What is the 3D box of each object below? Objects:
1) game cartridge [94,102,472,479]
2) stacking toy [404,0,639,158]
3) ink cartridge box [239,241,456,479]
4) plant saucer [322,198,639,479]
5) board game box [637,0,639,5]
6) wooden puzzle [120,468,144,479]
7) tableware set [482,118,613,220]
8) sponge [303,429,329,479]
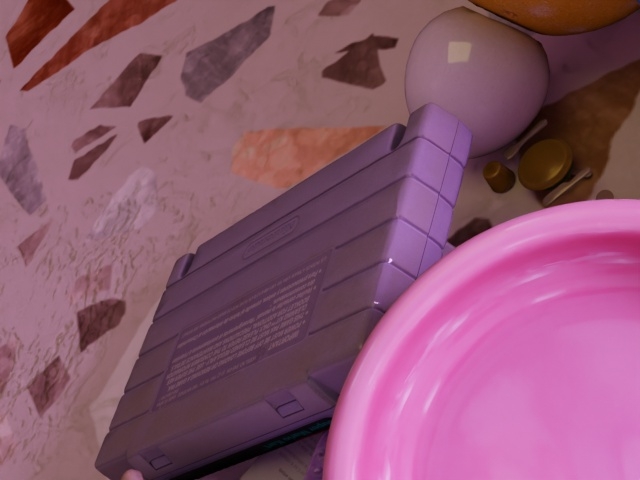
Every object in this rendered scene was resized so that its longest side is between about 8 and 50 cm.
[{"bbox_3d":[-0.035,0.059,1.013,0.355,0.068,0.230,-29,38,47],"label":"game cartridge"},{"bbox_3d":[0.197,-0.284,1.031,0.350,0.350,0.480,35,104,49],"label":"stacking toy"},{"bbox_3d":[0.044,0.165,0.945,0.333,0.065,0.165,-49,42,-6],"label":"ink cartridge box"},{"bbox_3d":[0.170,0.145,0.754,0.332,0.084,0.332,-2,81,13],"label":"plant saucer"},{"bbox_3d":[0.339,-0.236,0.841,0.302,0.308,0.086,-36,44,11],"label":"board game box"},{"bbox_3d":[-0.109,0.367,0.852,0.348,0.080,0.322,36,101,53],"label":"wooden puzzle"},{"bbox_3d":[0.172,-0.018,1.021,0.104,0.024,0.154,-40,42,11],"label":"tableware set"},{"bbox_3d":[0.043,0.162,0.878,0.117,0.031,0.210,1,58,41],"label":"sponge"}]
